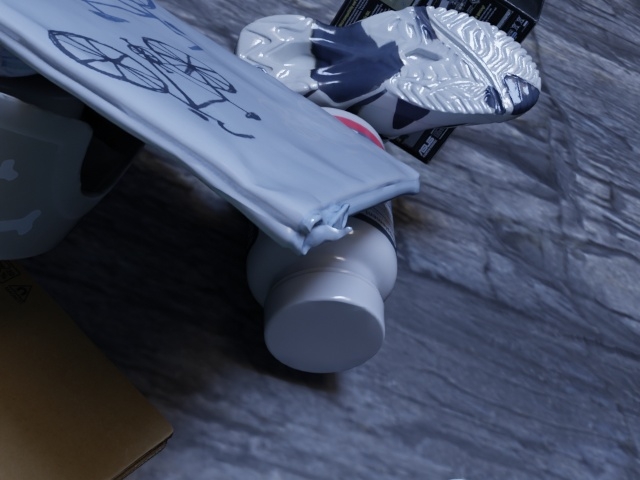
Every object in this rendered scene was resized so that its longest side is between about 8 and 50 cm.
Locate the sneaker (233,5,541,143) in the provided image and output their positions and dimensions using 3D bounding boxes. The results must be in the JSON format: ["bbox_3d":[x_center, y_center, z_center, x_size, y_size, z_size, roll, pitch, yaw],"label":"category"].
[{"bbox_3d":[0.051,-0.110,0.882,0.234,0.153,0.094,-3,71,0],"label":"sneaker"}]

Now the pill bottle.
[{"bbox_3d":[0.000,0.000,0.780,0.108,0.108,0.180,19,43,-20],"label":"pill bottle"}]

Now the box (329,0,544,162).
[{"bbox_3d":[0.088,-0.184,0.967,0.147,0.180,0.077,31,41,-5],"label":"box"}]

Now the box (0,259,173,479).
[{"bbox_3d":[-0.205,0.081,0.621,0.201,0.021,0.164,45,40,10],"label":"box"}]

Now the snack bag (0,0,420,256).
[{"bbox_3d":[-0.102,-0.102,0.635,0.342,0.037,0.323,33,13,8],"label":"snack bag"}]

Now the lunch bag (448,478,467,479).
[{"bbox_3d":[0.112,0.256,0.621,0.219,0.090,0.176,40,40,5],"label":"lunch bag"}]

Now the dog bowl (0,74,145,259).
[{"bbox_3d":[-0.260,-0.112,0.613,0.348,0.102,0.349,30,12,-7],"label":"dog bowl"}]
